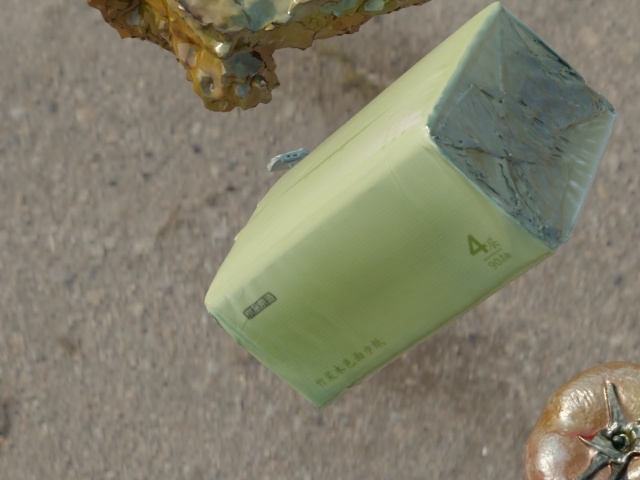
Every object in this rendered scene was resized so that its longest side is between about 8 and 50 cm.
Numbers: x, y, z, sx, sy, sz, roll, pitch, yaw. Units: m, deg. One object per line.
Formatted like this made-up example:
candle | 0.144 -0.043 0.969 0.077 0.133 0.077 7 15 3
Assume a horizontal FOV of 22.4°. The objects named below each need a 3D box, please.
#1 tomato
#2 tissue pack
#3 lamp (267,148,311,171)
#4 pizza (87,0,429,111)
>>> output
tomato | 0.300 0.204 1.634 0.214 0.181 0.155 -27 60 3
tissue pack | 0.053 -0.018 1.024 0.125 0.234 0.159 43 43 -10
lamp | 0.000 0.000 1.629 0.050 0.056 0.198 -19 83 -10
pizza | -0.022 -0.141 0.616 0.335 0.086 0.226 11 61 5
